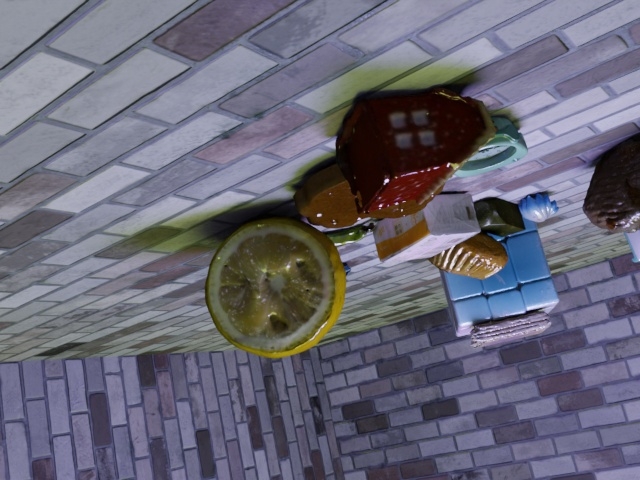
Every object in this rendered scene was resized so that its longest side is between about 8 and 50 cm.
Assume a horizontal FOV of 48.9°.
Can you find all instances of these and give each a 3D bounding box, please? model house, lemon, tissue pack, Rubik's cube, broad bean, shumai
[{"bbox_3d":[0.178,-0.162,1.260,0.254,0.160,0.196,-10,164,-16],"label":"model house"},{"bbox_3d":[-0.103,0.112,1.727,0.364,0.364,0.364,-12,165,-3],"label":"lemon"},{"bbox_3d":[0.280,-0.033,1.886,0.185,0.124,0.225,-2,162,-32],"label":"tissue pack"},{"bbox_3d":[0.555,0.113,2.277,0.316,0.322,0.319,-13,164,7],"label":"Rubik's cube"},{"bbox_3d":[0.003,0.003,1.943,0.318,0.056,0.098,-21,158,10],"label":"broad bean"},{"bbox_3d":[0.849,-0.113,1.758,0.283,0.217,0.346,13,156,-25],"label":"shumai"}]

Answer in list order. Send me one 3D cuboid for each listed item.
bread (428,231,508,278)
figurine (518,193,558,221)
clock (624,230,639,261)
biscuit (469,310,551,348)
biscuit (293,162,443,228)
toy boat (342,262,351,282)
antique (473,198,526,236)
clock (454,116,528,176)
[{"bbox_3d":[0.427,0.029,2.042,0.240,0.240,0.139,6,113,-50],"label":"bread"},{"bbox_3d":[0.628,-0.100,2.050,0.114,0.079,0.114,16,146,11],"label":"figurine"},{"bbox_3d":[1.072,-0.053,2.262,0.262,0.231,0.116,-1,157,-37],"label":"clock"},{"bbox_3d":[0.568,0.267,2.121,0.239,0.062,0.108,-13,163,-3],"label":"biscuit"},{"bbox_3d":[0.124,-0.113,1.566,0.359,0.074,0.381,-17,167,23],"label":"biscuit"},{"bbox_3d":[0.070,0.119,2.406,0.060,0.061,0.137,-8,165,-17],"label":"toy boat"},{"bbox_3d":[0.511,-0.066,2.035,0.080,0.081,0.221,-23,163,32],"label":"antique"},{"bbox_3d":[0.331,-0.196,1.434,0.159,0.066,0.211,-18,164,19],"label":"clock"}]
